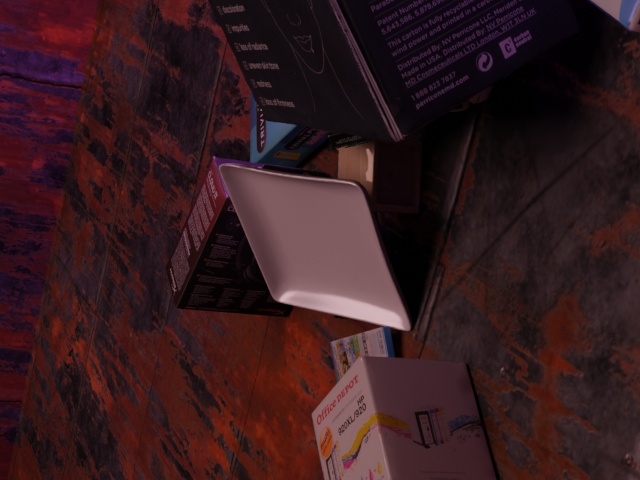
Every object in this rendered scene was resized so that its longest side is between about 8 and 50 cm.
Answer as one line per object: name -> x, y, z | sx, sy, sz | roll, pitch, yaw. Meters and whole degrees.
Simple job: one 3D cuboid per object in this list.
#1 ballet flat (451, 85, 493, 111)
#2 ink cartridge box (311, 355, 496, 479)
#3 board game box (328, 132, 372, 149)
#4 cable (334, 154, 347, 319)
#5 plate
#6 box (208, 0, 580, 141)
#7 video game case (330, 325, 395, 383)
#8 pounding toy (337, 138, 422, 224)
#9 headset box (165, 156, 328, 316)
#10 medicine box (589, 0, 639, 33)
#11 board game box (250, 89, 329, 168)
ballet flat -> 0.204, -0.220, 1.700 | 0.206, 0.073, 0.067 | -14, 98, 64
ink cartridge box -> 0.111, 0.297, 1.629 | 0.171, 0.168, 0.232 | -54, 39, 45
board game box -> 0.079, -0.186, 1.784 | 0.186, 0.126, 0.026 | -79, -27, -67
cable -> 0.056, -0.016, 1.914 | 0.139, 0.072, 0.287 | -127, 37, -88
plate -> 0.000, 0.000, 1.820 | 0.277, 0.045, 0.278 | 11, 135, 39
box -> 0.019, -0.412, 1.569 | 0.472, 0.297, 0.480 | 62, 165, -18
video game case -> 0.069, 0.203, 1.878 | 0.166, 0.015, 0.119 | -24, 74, 59
pounding toy -> 0.087, -0.088, 1.823 | 0.100, 0.141, 0.130 | 4, 91, 43
headset box -> -0.112, -0.011, 2.078 | 0.293, 0.218, 0.110 | -63, 34, 36
medicine box -> 0.397, -0.308, 1.081 | 0.149, 0.289, 0.263 | 56, 132, 52
board game box -> -0.020, -0.296, 2.100 | 0.336, 0.079, 0.253 | -36, 49, 55
